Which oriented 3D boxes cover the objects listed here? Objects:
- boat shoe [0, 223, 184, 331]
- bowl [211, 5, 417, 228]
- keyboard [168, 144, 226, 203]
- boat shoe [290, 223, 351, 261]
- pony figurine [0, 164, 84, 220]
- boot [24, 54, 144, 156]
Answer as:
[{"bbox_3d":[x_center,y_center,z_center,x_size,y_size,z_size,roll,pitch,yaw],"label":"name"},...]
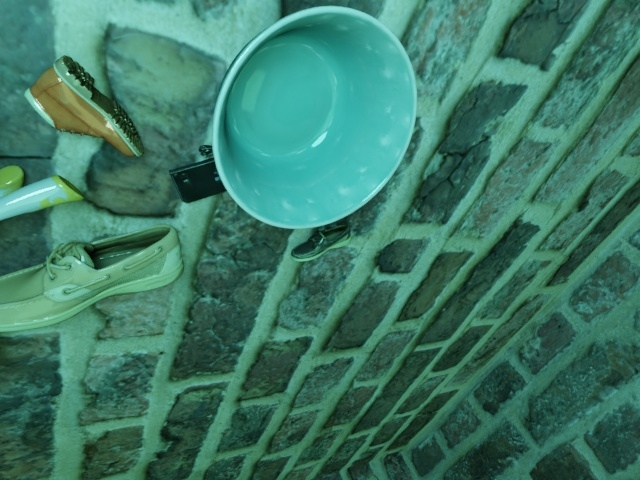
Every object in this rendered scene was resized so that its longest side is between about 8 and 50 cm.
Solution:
[{"bbox_3d":[-0.414,0.048,0.719,0.341,0.121,0.110,-18,134,-28],"label":"boat shoe"},{"bbox_3d":[-0.028,-0.191,0.637,0.312,0.163,0.311,-16,130,-19],"label":"bowl"},{"bbox_3d":[-0.171,-0.132,0.740,0.180,0.023,0.108,-20,145,-12],"label":"keyboard"},{"bbox_3d":[0.000,0.000,0.950,0.152,0.056,0.049,-24,135,-21],"label":"boat shoe"},{"bbox_3d":[-0.533,-0.026,0.471,0.363,0.303,0.351,-43,156,-9],"label":"pony figurine"},{"bbox_3d":[-0.326,-0.168,0.592,0.085,0.059,0.158,-32,131,7],"label":"boot"}]
